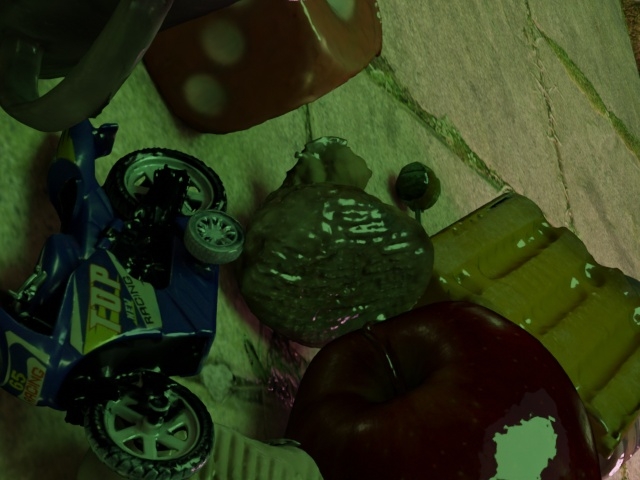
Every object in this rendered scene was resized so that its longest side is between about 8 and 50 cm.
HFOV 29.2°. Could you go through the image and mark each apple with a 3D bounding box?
[{"bbox_3d":[0.106,0.216,1.065,0.288,0.288,0.317,-57,132,-59],"label":"apple"}]

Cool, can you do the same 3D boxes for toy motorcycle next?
[{"bbox_3d":[-0.147,0.028,0.841,0.168,0.113,0.315,12,41,-14],"label":"toy motorcycle"}]

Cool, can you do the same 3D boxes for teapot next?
[{"bbox_3d":[-0.138,-0.193,0.798,0.200,0.337,0.271,28,68,-36],"label":"teapot"}]

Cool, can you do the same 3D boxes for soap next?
[{"bbox_3d":[0.231,0.108,1.377,0.293,0.156,0.335,40,30,12],"label":"soap"}]

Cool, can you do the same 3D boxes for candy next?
[{"bbox_3d":[0.122,0.001,1.506,0.061,0.061,0.203,27,58,-56],"label":"candy"}]

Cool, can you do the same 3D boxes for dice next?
[{"bbox_3d":[-0.060,-0.208,1.125,0.174,0.179,0.175,65,31,-16],"label":"dice"}]

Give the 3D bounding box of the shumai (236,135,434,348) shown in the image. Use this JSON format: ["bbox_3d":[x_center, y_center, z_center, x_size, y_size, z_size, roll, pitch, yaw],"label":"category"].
[{"bbox_3d":[0.000,0.000,1.171,0.209,0.161,0.153,1,37,-32],"label":"shumai"}]

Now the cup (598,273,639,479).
[{"bbox_3d":[0.326,0.168,1.642,0.301,0.227,0.257,39,34,-1],"label":"cup"}]

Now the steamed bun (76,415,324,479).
[{"bbox_3d":[-0.079,0.233,0.831,0.218,0.144,0.211,20,38,-24],"label":"steamed bun"}]
